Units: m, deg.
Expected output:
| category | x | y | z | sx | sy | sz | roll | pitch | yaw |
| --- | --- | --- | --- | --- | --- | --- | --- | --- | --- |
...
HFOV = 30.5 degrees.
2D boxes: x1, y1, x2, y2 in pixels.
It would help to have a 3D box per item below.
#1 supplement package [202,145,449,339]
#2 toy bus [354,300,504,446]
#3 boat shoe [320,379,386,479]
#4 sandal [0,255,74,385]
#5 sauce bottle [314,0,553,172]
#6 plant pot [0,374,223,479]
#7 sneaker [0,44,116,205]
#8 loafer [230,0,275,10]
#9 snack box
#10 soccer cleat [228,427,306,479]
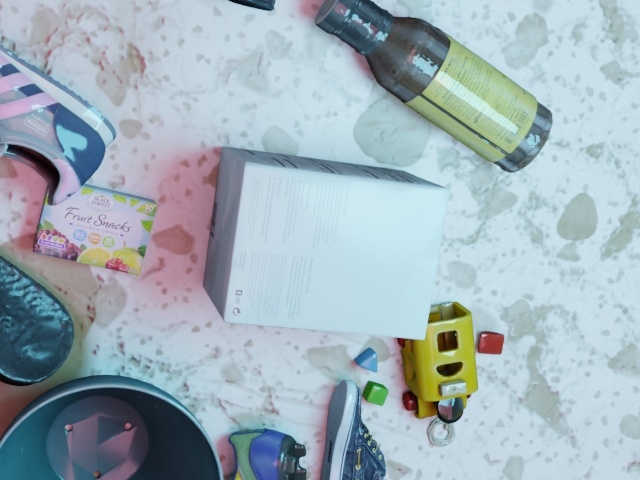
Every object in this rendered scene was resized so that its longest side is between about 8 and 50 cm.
| category | x | y | z | sx | sy | sz | roll | pitch | yaw |
| --- | --- | --- | --- | --- | --- | --- | --- | --- | --- |
| supplement package | 0.000 | 0.000 | 1.521 | 0.262 | 0.198 | 0.199 | 6 | 99 | -14 |
| toy bus | 0.171 | 0.188 | 1.650 | 0.202 | 0.104 | 0.191 | 36 | 92 | -17 |
| boat shoe | 0.053 | 0.284 | 1.667 | 0.083 | 0.065 | 0.183 | 4 | 107 | -16 |
| sandal | -0.479 | 0.012 | 1.427 | 0.446 | 0.107 | 0.167 | 37 | 56 | -23 |
| sauce bottle | 0.151 | -0.222 | 1.558 | 0.344 | 0.111 | 0.111 | 33 | 92 | -18 |
| plant pot | -0.284 | 0.296 | 1.514 | 0.290 | 0.195 | 0.290 | -3 | 101 | -13 |
| sneaker | -0.409 | -0.164 | 1.418 | 0.319 | 0.112 | 0.131 | 31 | 70 | -16 |
| loafer | -0.127 | -0.348 | 1.493 | 0.170 | 0.062 | 0.061 | 26 | 90 | -18 |
| snack box | -0.294 | -0.019 | 1.530 | 0.141 | 0.037 | 0.100 | 13 | 96 | -15 |
| soccer cleat | -0.089 | 0.398 | 1.654 | 0.121 | 0.093 | 0.289 | 9 | 106 | 16 |
